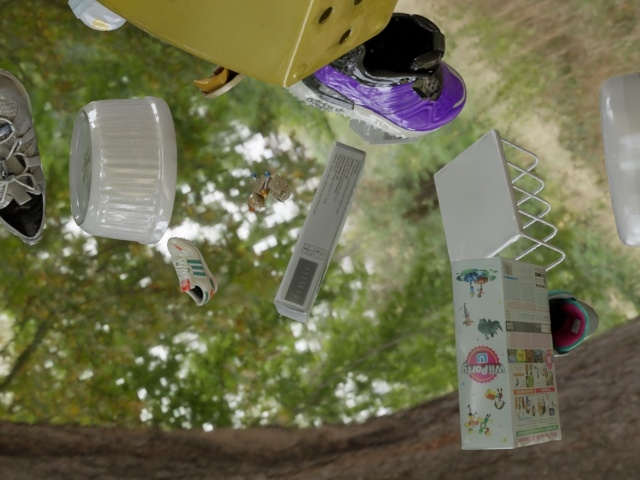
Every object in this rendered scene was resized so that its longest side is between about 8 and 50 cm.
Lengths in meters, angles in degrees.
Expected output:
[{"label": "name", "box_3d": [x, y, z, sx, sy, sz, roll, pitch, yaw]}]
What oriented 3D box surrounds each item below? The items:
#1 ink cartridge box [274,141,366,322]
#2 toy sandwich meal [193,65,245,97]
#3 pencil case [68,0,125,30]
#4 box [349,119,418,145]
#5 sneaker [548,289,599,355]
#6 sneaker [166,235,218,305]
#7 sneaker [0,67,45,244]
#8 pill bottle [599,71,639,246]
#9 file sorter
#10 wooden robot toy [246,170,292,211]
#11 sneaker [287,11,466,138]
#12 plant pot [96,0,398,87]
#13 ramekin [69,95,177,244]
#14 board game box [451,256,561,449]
[{"label": "ink cartridge box", "box_3d": [0.000, 0.000, 1.645, 0.239, 0.060, 0.275, 86, -156, -79]}, {"label": "toy sandwich meal", "box_3d": [-0.102, -0.188, 1.083, 0.029, 0.086, 0.085, 52, -175, -22]}, {"label": "pencil case", "box_3d": [-0.272, -0.409, 1.508, 0.273, 0.124, 0.113, -14, 126, 46]}, {"label": "box", "box_3d": [0.119, -0.233, 1.782, 0.087, 0.101, 0.101, 46, 135, 51]}, {"label": "sneaker", "box_3d": [0.459, 0.153, 1.899, 0.178, 0.296, 0.123, 12, 95, 61]}, {"label": "sneaker", "box_3d": [-0.280, 0.067, 2.130, 0.161, 0.057, 0.075, 59, -151, -21]}, {"label": "sneaker", "box_3d": [-0.381, -0.101, 1.228, 0.115, 0.105, 0.281, 57, 165, 26]}, {"label": "pill bottle", "box_3d": [0.571, -0.125, 1.249, 0.229, 0.408, 0.228, -7, -90, -71]}, {"label": "file sorter", "box_3d": [0.391, -0.059, 2.170, 0.173, 0.193, 0.277, 20, -132, -33]}, {"label": "wooden robot toy", "box_3d": [-0.109, -0.085, 1.981, 0.076, 0.079, 0.173, 36, 170, -18]}, {"label": "sneaker", "box_3d": [0.100, -0.197, 1.157, 0.293, 0.146, 0.102, 4, -109, -44]}, {"label": "plant pot", "box_3d": [-0.032, -0.255, 0.815, 0.187, 0.212, 0.212, 42, 142, 14]}, {"label": "ramekin", "box_3d": [-0.278, -0.099, 1.377, 0.207, 0.109, 0.207, -179, 90, -65]}, {"label": "board game box", "box_3d": [0.312, 0.189, 1.671, 0.224, 0.098, 0.303, 11, -107, -56]}]
